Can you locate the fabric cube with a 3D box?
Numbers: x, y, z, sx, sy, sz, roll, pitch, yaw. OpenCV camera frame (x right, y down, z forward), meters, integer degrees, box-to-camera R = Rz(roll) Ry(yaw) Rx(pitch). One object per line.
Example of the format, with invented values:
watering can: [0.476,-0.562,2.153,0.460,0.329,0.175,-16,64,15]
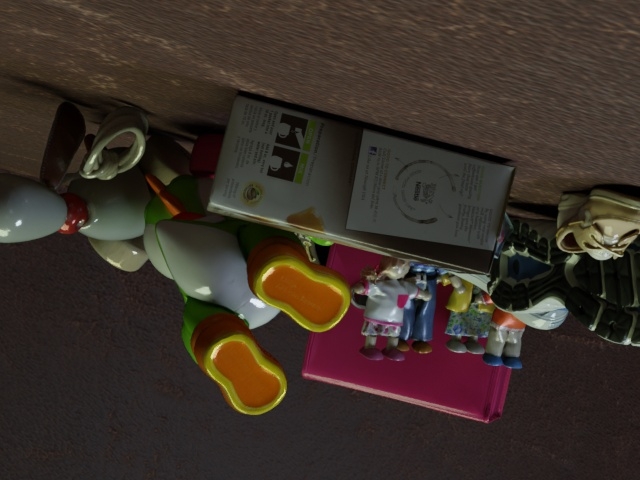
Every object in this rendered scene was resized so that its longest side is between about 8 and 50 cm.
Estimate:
fabric cube: [0.145,0.103,1.923,0.258,0.254,0.259,13,176,13]

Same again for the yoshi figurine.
yoshi figurine: [-0.077,0.041,1.420,0.203,0.203,0.362,-9,-156,-17]

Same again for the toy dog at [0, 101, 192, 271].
toy dog: [-0.278,-0.073,1.556,0.161,0.220,0.334,46,180,19]

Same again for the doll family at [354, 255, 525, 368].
doll family: [0.149,0.059,1.719,0.263,0.163,0.118,4,-166,-19]

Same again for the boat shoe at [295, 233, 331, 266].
boat shoe: [0.000,0.000,2.028,0.096,0.116,0.324,16,172,21]

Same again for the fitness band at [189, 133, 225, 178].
fitness band: [-0.019,-0.068,1.502,0.209,0.054,0.291,19,173,-34]

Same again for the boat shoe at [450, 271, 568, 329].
boat shoe: [0.203,0.011,1.617,0.227,0.081,0.079,36,-137,23]

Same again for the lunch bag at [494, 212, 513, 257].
lunch bag: [0.151,-0.028,1.418,0.071,0.053,0.083,11,151,38]

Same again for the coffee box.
coffee box: [0.030,-0.045,1.214,0.246,0.098,0.141,14,178,-5]

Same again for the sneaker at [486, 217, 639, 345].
sneaker: [0.307,0.028,1.382,0.147,0.130,0.330,-1,-173,-25]

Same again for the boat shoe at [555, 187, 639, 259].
boat shoe: [0.254,-0.011,1.220,0.063,0.059,0.170,14,177,-8]
